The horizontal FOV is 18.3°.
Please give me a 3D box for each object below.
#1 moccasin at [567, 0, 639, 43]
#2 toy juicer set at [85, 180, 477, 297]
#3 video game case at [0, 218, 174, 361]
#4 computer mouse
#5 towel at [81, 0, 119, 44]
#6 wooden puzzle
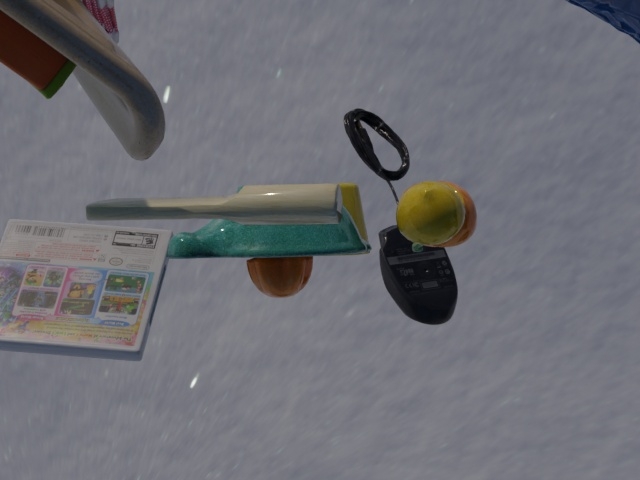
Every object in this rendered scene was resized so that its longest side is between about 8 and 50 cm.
[{"bbox_3d":[0.103,-0.126,0.511,0.342,0.138,0.117,29,64,4],"label":"moccasin"},{"bbox_3d":[0.000,0.000,1.521,0.209,0.329,0.089,0,92,31],"label":"toy juicer set"},{"bbox_3d":[-0.221,0.043,1.772,0.157,0.019,0.143,4,49,9],"label":"video game case"},{"bbox_3d":[0.070,-0.021,1.896,0.071,0.041,0.242,-5,60,-23],"label":"computer mouse"},{"bbox_3d":[-0.141,-0.192,0.903,0.029,0.197,0.144,-23,56,-14],"label":"towel"},{"bbox_3d":[-0.168,-0.130,0.751,0.239,0.221,0.044,41,93,-23],"label":"wooden puzzle"}]
